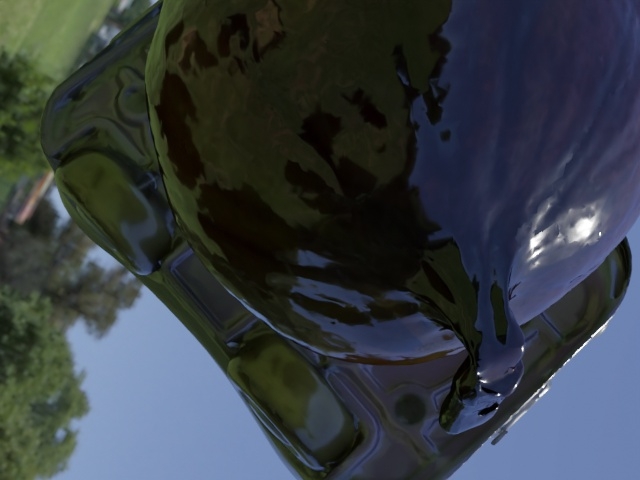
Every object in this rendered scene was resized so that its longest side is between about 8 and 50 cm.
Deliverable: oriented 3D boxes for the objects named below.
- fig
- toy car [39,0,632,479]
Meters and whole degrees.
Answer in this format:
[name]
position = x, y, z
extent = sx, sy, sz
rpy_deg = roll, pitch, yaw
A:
[fig]
position = 0.043, -0.053, 0.515
extent = 0.235, 0.235, 0.214
rpy_deg = -57, -160, 10
[toy car]
position = 0.000, 0.000, 0.782
extent = 0.242, 0.336, 0.226
rpy_deg = -42, 170, -11
